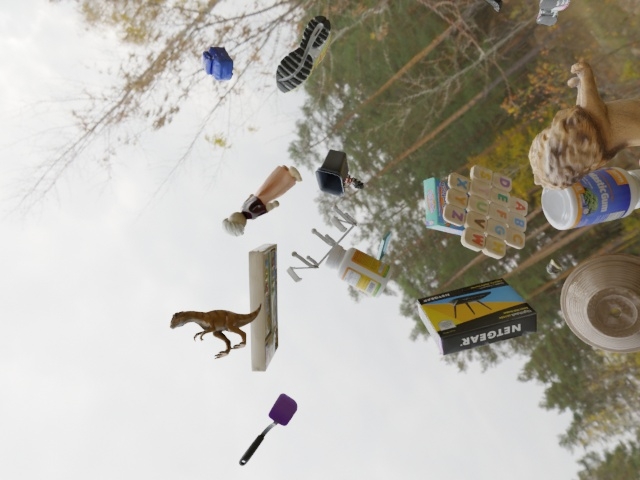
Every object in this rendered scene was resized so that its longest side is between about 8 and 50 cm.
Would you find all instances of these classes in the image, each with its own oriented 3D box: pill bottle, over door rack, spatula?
[{"bbox_3d":[0.145,0.110,1.851,0.245,0.137,0.136,28,-153,5],"label":"pill bottle"},{"bbox_3d":[0.000,0.000,1.622,0.108,0.240,0.324,42,-169,5],"label":"over door rack"},{"bbox_3d":[0.807,-0.129,1.388,0.152,0.271,0.153,168,90,-84],"label":"pill bottle"},{"bbox_3d":[-0.185,0.654,1.628,0.084,0.297,0.030,35,-173,-12],"label":"spatula"}]

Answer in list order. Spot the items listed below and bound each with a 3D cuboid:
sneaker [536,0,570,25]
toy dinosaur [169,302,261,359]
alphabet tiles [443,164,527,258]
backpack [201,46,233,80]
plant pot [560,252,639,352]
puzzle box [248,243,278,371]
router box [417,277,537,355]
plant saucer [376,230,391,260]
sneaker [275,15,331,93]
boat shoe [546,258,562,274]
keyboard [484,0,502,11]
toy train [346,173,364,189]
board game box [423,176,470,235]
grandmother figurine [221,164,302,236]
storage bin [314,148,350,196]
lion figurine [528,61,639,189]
[{"bbox_3d":[0.633,-0.663,1.302,0.071,0.077,0.178,11,180,8],"label":"sneaker"},{"bbox_3d":[-0.169,0.155,0.894,0.211,0.064,0.112,6,-128,-41],"label":"toy dinosaur"},{"bbox_3d":[0.504,-0.092,1.440,0.277,0.021,0.284,20,-115,-10],"label":"alphabet tiles"},{"bbox_3d":[-0.377,-0.641,1.757,0.101,0.098,0.120,-19,-125,-28],"label":"backpack"},{"bbox_3d":[0.682,0.155,1.103,0.238,0.237,0.109,57,-149,11],"label":"plant pot"},{"bbox_3d":[-0.197,0.223,1.698,0.272,0.052,0.410,-49,-41,-82],"label":"puzzle box"},{"bbox_3d":[0.289,0.139,0.896,0.133,0.178,0.046,-109,5,-65],"label":"router box"},{"bbox_3d":[0.287,0.030,2.177,0.018,0.192,0.067,31,-120,17],"label":"plant saucer"},{"bbox_3d":[-0.034,-0.464,1.228,0.081,0.209,0.094,41,-167,4],"label":"sneaker"},{"bbox_3d":[0.906,0.106,1.863,0.056,0.049,0.152,49,-164,26],"label":"boat shoe"},{"bbox_3d":[0.425,-0.704,1.296,0.192,0.038,0.100,42,-161,7],"label":"keyboard"},{"bbox_3d":[0.104,-0.203,1.638,0.036,0.027,0.158,-2,-159,-19],"label":"toy train"},{"bbox_3d":[0.427,-0.108,1.577,0.210,0.047,0.160,8,-105,-39],"label":"board game box"},{"bbox_3d":[-0.228,-0.143,1.768,0.104,0.342,0.207,51,163,-20],"label":"grandmother figurine"},{"bbox_3d":[0.049,-0.206,1.445,0.135,0.098,0.091,69,-140,-66],"label":"storage bin"},{"bbox_3d":[0.630,-0.239,0.971,0.142,0.391,0.241,19,-114,-72],"label":"lion figurine"}]
